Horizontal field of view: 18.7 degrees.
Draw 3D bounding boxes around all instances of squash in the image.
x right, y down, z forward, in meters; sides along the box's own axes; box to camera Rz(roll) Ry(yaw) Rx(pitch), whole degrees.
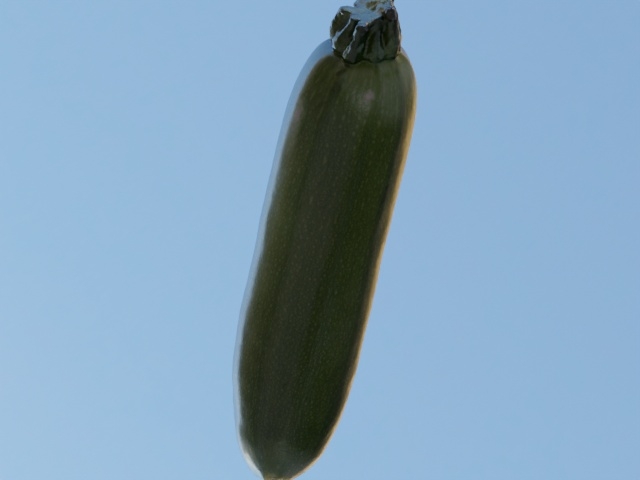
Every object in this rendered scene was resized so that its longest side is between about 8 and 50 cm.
[{"bbox_3d":[0.000,0.000,0.951,0.069,0.069,0.258,17,-70,11],"label":"squash"}]
